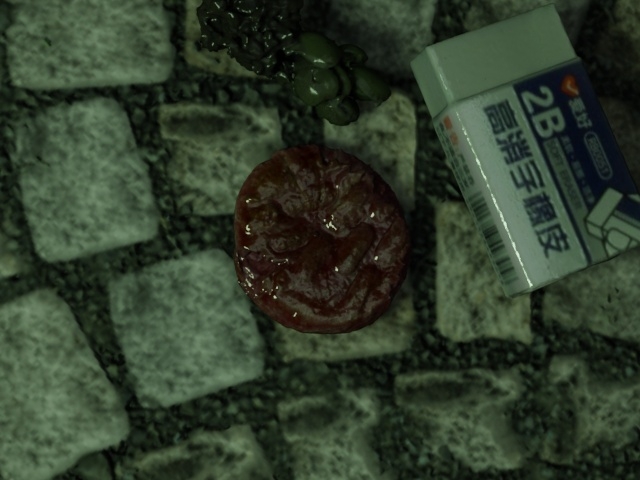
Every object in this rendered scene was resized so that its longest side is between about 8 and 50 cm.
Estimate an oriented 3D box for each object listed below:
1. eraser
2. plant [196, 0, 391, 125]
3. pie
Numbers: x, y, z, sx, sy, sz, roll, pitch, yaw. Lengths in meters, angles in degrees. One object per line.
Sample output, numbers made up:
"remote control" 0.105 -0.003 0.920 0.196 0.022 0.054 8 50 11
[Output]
"eraser" 0.169 -0.072 1.106 0.124 0.068 0.210 -21 85 -14
"plant" -0.025 -0.150 1.073 0.174 0.087 0.085 36 111 -8
"pie" 0.000 0.000 1.074 0.154 0.036 0.154 2 80 -11
